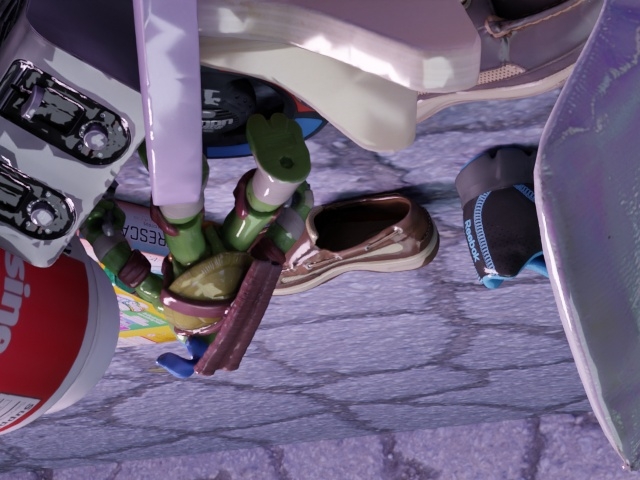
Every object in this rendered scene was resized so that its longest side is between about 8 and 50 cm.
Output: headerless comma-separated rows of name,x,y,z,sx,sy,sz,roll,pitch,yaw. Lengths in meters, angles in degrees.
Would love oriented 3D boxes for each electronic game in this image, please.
electronic game,-0.102,-0.120,1.063,0.229,0.048,0.229,-1,162,0

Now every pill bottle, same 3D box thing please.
pill bottle,-0.328,0.046,1.005,0.229,0.229,0.408,-6,167,14

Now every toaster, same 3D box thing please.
toaster,-0.185,-0.105,0.852,0.110,0.185,0.168,28,123,-24

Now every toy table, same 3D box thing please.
toy table,-0.023,-0.149,0.661,0.161,0.252,0.274,-6,142,-8

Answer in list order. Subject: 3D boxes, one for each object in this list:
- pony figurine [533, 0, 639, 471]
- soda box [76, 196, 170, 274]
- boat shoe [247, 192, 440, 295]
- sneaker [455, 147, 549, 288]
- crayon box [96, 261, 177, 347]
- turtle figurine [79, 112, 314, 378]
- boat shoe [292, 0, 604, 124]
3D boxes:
pony figurine,0.165,-0.127,0.405,0.364,0.302,0.351,-14,124,37
soda box,-0.215,-0.004,1.397,0.183,0.058,0.063,15,156,-39
boat shoe,0.000,-0.007,1.376,0.258,0.095,0.095,-13,146,15
sneaker,0.306,-0.007,1.288,0.341,0.139,0.125,2,160,-13
crayon box,-0.263,0.065,1.568,0.165,0.081,0.278,-8,160,20
turtle figurine,-0.109,-0.038,1.102,0.198,0.274,0.266,21,147,-2
boat shoe,0.084,-0.161,0.820,0.130,0.132,0.355,13,156,-37
